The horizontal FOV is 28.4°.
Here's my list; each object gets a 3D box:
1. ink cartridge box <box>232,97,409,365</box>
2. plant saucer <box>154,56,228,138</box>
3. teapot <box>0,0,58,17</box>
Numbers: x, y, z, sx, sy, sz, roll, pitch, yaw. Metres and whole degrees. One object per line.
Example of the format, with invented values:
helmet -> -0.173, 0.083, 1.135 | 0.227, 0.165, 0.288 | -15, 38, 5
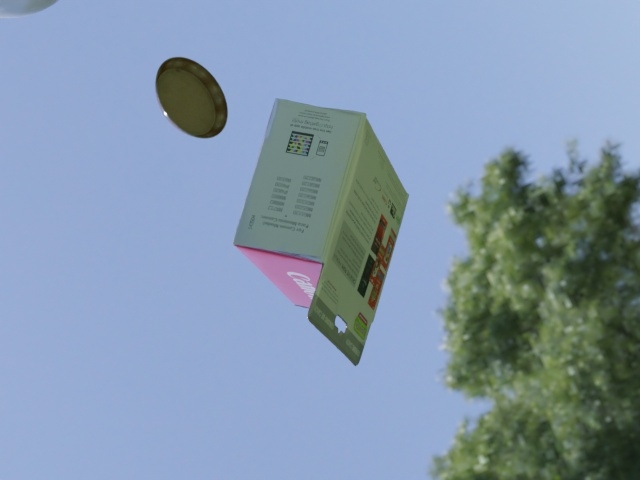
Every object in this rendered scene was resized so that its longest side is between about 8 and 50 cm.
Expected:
ink cartridge box -> 0.000, 0.000, 1.692 | 0.309, 0.130, 0.272 | 53, -129, -67
plant saucer -> -0.247, -0.263, 2.368 | 0.168, 0.029, 0.169 | 23, -125, -37
teapot -> -0.453, -0.453, 1.783 | 0.252, 0.187, 0.256 | 34, -126, 4
